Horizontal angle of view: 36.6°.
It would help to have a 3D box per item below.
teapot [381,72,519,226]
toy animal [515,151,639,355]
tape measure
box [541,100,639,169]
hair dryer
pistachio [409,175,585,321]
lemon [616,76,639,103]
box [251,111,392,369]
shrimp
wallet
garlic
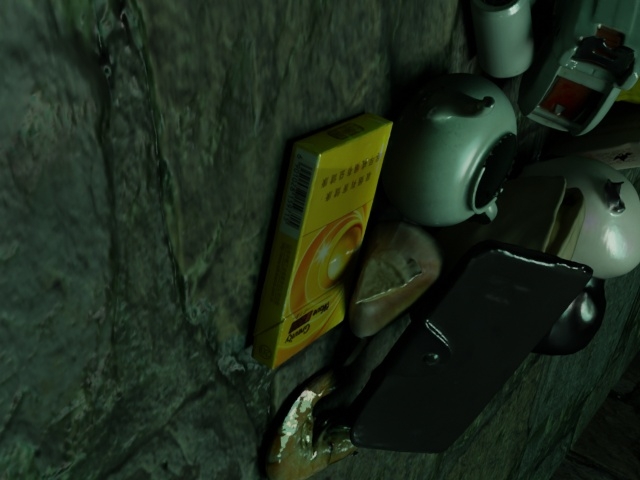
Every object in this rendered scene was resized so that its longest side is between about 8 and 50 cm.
[{"bbox_3d":[0.164,-0.104,1.171,0.193,0.129,0.294,-53,153,-16],"label":"teapot"},{"bbox_3d":[0.389,0.014,1.580,0.251,0.251,0.310,-18,127,-55],"label":"toy animal"},{"bbox_3d":[0.342,-0.261,1.277,0.246,0.125,0.243,116,-3,-58],"label":"tape measure"},{"bbox_3d":[0.563,-0.234,1.707,0.365,0.205,0.051,-43,112,-33],"label":"box"},{"bbox_3d":[0.267,-0.331,1.208,0.236,0.073,0.131,-56,153,-16],"label":"hair dryer"},{"bbox_3d":[0.259,0.038,1.401,0.332,0.208,0.226,-49,-166,-12],"label":"pistachio"},{"bbox_3d":[0.546,-0.322,1.598,0.248,0.184,0.184,-55,154,-13],"label":"lemon"},{"bbox_3d":[0.000,0.000,1.071,0.152,0.043,0.269,-27,139,-51],"label":"box"},{"bbox_3d":[0.023,0.247,1.358,0.296,0.058,0.169,-12,123,-54],"label":"shrimp"},{"bbox_3d":[0.186,0.147,1.269,0.197,0.051,0.377,14,125,-29],"label":"wallet"},{"bbox_3d":[0.087,0.065,1.237,0.148,0.128,0.266,-18,149,-10],"label":"garlic"}]
